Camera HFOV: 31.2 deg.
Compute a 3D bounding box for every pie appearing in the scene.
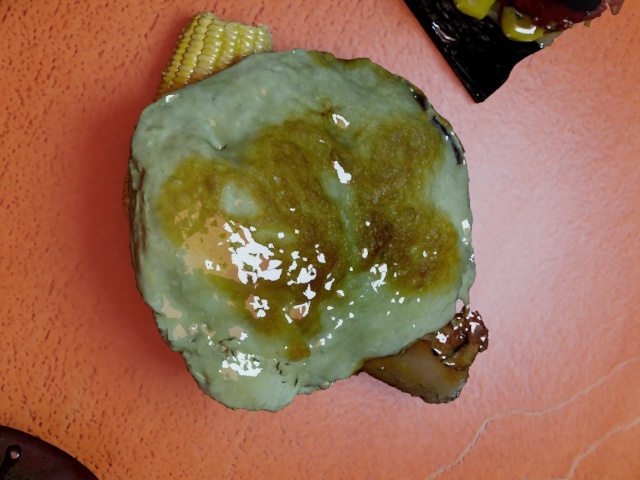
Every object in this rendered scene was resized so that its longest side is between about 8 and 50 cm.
[{"bbox_3d":[-0.003,-0.009,0.814,0.274,0.105,0.257,1,86,-28],"label":"pie"}]

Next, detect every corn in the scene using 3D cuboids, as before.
[{"bbox_3d":[-0.087,-0.084,0.841,0.085,0.063,0.165,15,88,12],"label":"corn"}]

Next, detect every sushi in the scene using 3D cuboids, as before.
[{"bbox_3d":[0.156,-0.216,0.825,0.172,0.150,0.153,-37,97,-5],"label":"sushi"}]

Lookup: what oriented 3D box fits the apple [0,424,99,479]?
[{"bbox_3d":[-0.243,0.229,0.759,0.234,0.234,0.234,0,93,-8],"label":"apple"}]
